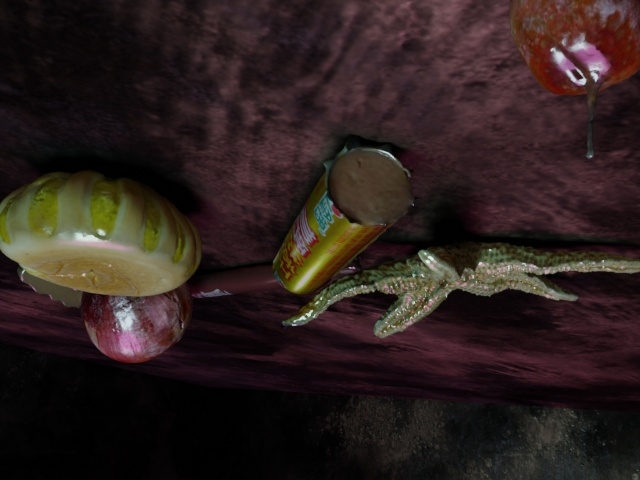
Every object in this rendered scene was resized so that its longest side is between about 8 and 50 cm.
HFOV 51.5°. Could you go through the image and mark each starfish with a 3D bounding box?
[{"bbox_3d":[0.156,0.050,0.762,0.357,0.078,0.347,5,155,-38],"label":"starfish"}]

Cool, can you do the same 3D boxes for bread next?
[{"bbox_3d":[-0.224,-0.007,0.700,0.213,0.105,0.213,5,159,2],"label":"bread"}]

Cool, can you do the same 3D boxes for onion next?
[{"bbox_3d":[-0.263,0.075,0.916,0.159,0.160,0.195,3,141,12],"label":"onion"}]

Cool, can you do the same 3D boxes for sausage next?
[{"bbox_3d":[0.000,0.000,0.693,0.082,0.082,0.371,10,163,-10],"label":"sausage"}]

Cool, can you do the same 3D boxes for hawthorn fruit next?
[{"bbox_3d":[0.125,-0.090,0.313,0.066,0.103,0.067,2,155,1],"label":"hawthorn fruit"}]

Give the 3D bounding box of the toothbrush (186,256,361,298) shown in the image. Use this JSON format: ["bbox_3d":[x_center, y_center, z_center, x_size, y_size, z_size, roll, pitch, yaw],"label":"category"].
[{"bbox_3d":[-0.088,0.053,0.943,0.363,0.041,0.040,-10,155,42],"label":"toothbrush"}]

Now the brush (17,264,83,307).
[{"bbox_3d":[-0.414,0.011,0.925,0.084,0.071,0.301,-18,145,20],"label":"brush"}]
